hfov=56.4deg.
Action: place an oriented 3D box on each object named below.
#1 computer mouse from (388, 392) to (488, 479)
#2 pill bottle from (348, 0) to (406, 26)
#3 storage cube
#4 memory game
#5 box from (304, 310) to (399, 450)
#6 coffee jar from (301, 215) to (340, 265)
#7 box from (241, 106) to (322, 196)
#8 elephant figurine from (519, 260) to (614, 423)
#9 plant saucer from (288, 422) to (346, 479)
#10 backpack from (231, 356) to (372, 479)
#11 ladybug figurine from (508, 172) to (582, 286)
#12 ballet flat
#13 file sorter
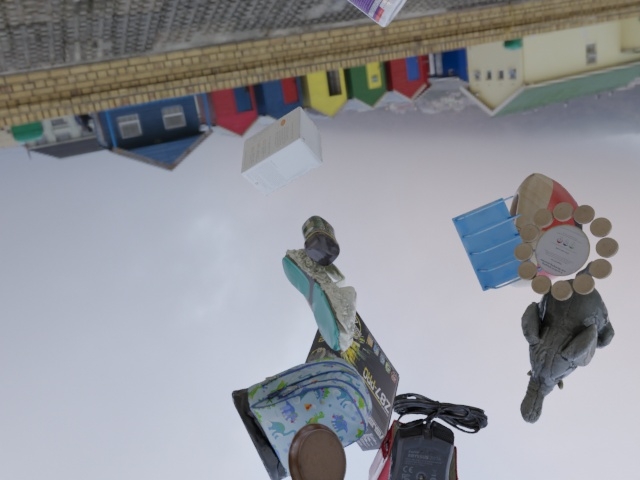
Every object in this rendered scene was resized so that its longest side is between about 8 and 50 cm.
[{"bbox_3d":[0.208,0.428,1.185,0.189,0.272,0.072,12,-168,-2],"label":"computer mouse"},{"bbox_3d":[0.096,-0.570,1.308,0.193,0.108,0.108,37,-156,-1],"label":"pill bottle"},{"bbox_3d":[0.237,0.633,1.576,0.215,0.193,0.183,24,-160,4],"label":"storage cube"},{"bbox_3d":[0.442,0.018,1.084,0.186,0.186,0.012,8,170,43],"label":"memory game"},{"bbox_3d":[0.113,0.435,1.956,0.097,0.394,0.318,-19,-154,30],"label":"box"},{"bbox_3d":[0.000,0.000,1.643,0.079,0.096,0.184,-48,-163,12],"label":"coffee jar"},{"bbox_3d":[-0.089,-0.206,1.391,0.171,0.091,0.130,-26,-140,23],"label":"box"},{"bbox_3d":[0.442,0.187,1.098,0.169,0.186,0.239,-30,-178,45],"label":"elephant figurine"},{"bbox_3d":[-0.003,0.500,1.351,0.169,0.168,0.029,6,173,39],"label":"plant saucer"},{"bbox_3d":[-0.030,0.482,1.668,0.356,0.290,0.273,-25,-174,-14],"label":"backpack"},{"bbox_3d":[0.579,-0.019,1.565,0.162,0.304,0.449,12,-167,13],"label":"ladybug figurine"},{"bbox_3d":[0.021,0.133,1.612,0.147,0.146,0.409,-15,-143,-18],"label":"ballet flat"},{"bbox_3d":[0.369,0.006,1.234,0.118,0.170,0.104,-23,177,-1],"label":"file sorter"}]
